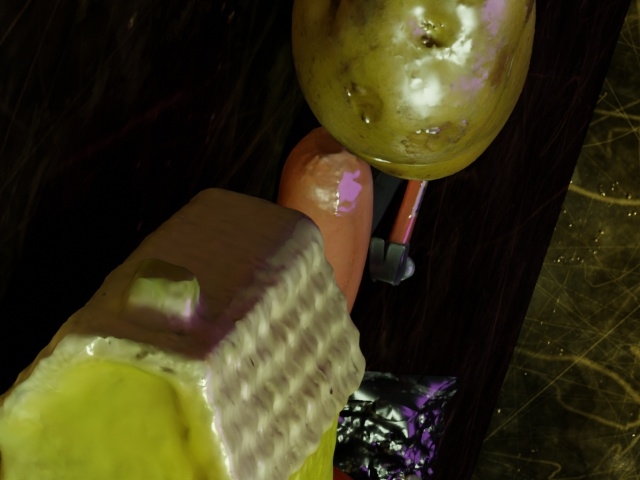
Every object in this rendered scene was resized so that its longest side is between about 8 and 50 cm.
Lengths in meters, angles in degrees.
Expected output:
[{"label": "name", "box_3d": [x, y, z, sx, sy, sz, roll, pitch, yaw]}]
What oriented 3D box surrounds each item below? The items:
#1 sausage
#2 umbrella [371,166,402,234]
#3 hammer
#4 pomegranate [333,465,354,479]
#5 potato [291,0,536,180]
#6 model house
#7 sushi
[{"label": "sausage", "box_3d": [0.000, 0.000, 1.424, 0.077, 0.077, 0.194, -58, 162, -44]}, {"label": "umbrella", "box_3d": [0.044, -0.037, 1.660, 0.036, 0.031, 0.133, -45, -170, 46]}, {"label": "hammer", "box_3d": [0.102, -0.094, 1.818, 0.111, 0.033, 0.288, -14, 123, -76]}, {"label": "pomegranate", "box_3d": [-0.030, 0.253, 1.393, 0.257, 0.221, 0.221, -53, 161, -75]}, {"label": "potato", "box_3d": [0.067, -0.145, 1.325, 0.176, 0.195, 0.369, -30, 176, 5]}, {"label": "model house", "box_3d": [-0.066, 0.096, 1.046, 0.193, 0.174, 0.234, -49, 159, -58]}, {"label": "sushi", "box_3d": [0.027, 0.194, 1.668, 0.172, 0.153, 0.150, 140, -47, -75]}]
